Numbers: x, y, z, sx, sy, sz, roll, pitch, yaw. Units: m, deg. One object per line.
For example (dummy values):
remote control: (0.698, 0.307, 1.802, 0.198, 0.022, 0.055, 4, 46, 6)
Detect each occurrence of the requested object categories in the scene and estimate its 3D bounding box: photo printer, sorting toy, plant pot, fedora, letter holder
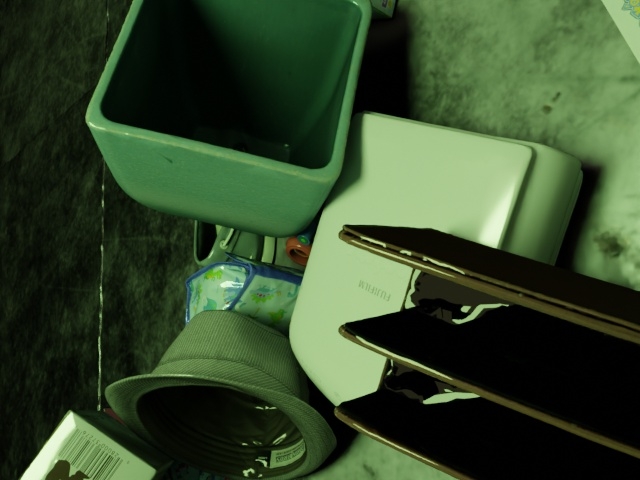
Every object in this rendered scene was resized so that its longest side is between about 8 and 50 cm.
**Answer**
photo printer: (0.093, 0.040, 0.711, 0.256, 0.107, 0.307, 25, 100, 49)
sorting toy: (0.000, 0.000, 0.879, 0.102, 0.061, 0.042, -3, 45, 42)
plant pot: (-0.097, -0.134, 0.841, 0.252, 0.247, 0.247, 107, 175, -63)
fedora: (-0.099, 0.168, 0.821, 0.244, 0.275, 0.124, -10, 47, 23)
letter holder: (0.157, 0.101, 0.461, 0.302, 0.214, 0.151, 18, 96, 24)

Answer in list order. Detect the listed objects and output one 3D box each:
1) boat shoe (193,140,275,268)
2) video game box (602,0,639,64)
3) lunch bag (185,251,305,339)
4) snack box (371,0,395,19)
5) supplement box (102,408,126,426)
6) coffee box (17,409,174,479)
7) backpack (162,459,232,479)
boat shoe: (-0.128, -0.100, 1.004, 0.116, 0.099, 0.319, -21, 66, 45)
video game box: (0.325, -0.198, 0.545, 0.187, 0.048, 0.205, -41, 53, 39)
lunch bag: (-0.075, 0.070, 0.879, 0.151, 0.129, 0.096, -27, 57, 45)
snack box: (0.019, -0.371, 0.918, 0.207, 0.070, 0.174, 17, 94, 51)
supplement box: (-0.346, 0.320, 1.197, 0.083, 0.055, 0.043, -56, 47, 26)
coffee box: (-0.300, 0.342, 0.784, 0.297, 0.119, 0.168, -56, -3, -13)
backpack: (-0.179, 0.284, 0.966, 0.158, 0.117, 0.173, -31, 62, 42)
